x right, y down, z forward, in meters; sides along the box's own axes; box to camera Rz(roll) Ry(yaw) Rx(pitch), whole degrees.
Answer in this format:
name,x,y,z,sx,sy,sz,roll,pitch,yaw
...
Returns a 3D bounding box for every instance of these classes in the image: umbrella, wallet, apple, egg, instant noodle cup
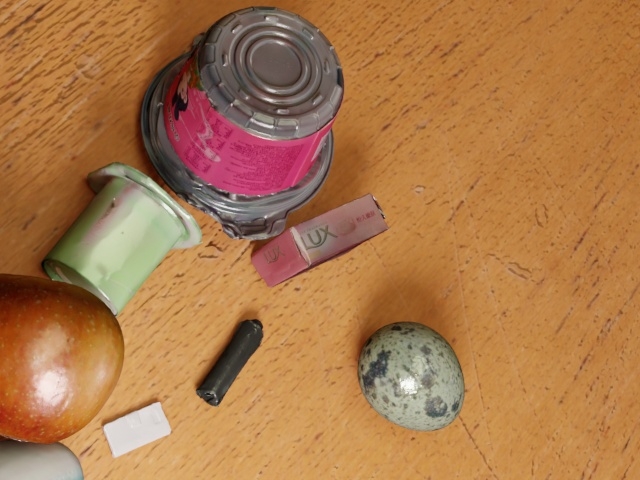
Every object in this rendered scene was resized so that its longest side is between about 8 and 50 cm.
name,x,y,z,sx,sy,sz,roll,pitch,yaw
umbrella,-0.111,0.154,1.917,0.133,0.031,0.036,-56,136,-29
wallet,-0.223,0.229,1.837,0.083,0.011,0.044,-21,91,-34
apple,-0.323,0.134,1.656,0.210,0.235,0.173,11,75,-7
egg,0.123,0.183,2.001,0.172,0.132,0.132,50,57,-29
instant noodle cup,-0.079,-0.173,1.879,0.258,0.181,0.302,-12,70,-26

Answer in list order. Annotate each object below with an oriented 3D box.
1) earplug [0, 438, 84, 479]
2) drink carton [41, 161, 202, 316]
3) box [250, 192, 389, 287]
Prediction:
name,x,y,z,sx,sy,sz,roll,pitch,yaw
earplug,-0.390,0.307,1.621,0.324,0.185,0.185,-25,93,-39
drink carton,-0.244,0.007,1.802,0.146,0.144,0.142,44,65,-17
box,0.000,0.000,1.975,0.156,0.111,0.060,-23,84,-36
